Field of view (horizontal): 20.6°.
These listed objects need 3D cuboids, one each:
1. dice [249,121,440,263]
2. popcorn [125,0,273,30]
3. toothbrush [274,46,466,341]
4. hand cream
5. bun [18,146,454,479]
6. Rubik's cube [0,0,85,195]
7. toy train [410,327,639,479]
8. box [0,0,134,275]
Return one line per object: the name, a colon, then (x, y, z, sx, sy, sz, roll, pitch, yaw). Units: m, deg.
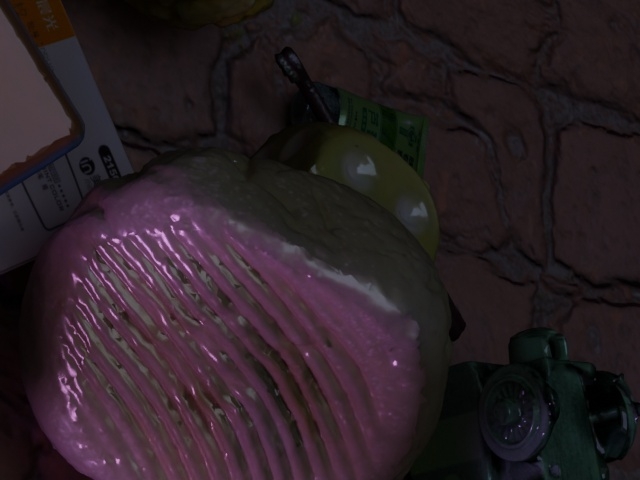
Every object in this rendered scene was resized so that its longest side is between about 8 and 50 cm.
dice: (0.000, 0.000, 1.697, 0.169, 0.166, 0.169, 38, 55, -25)
popcorn: (-0.127, -0.330, 1.666, 0.258, 0.224, 0.270, 28, 74, -1)
toothbrush: (0.053, -0.044, 1.805, 0.041, 0.041, 0.364, -48, 116, -38)
hand cream: (0.046, -0.112, 1.848, 0.175, 0.046, 0.095, 19, 69, -33)
bun: (-0.067, 0.077, 1.492, 0.349, 0.352, 0.227, 62, 13, -16)
Rubik's cube: (-0.422, -0.114, 1.221, 0.344, 0.346, 0.347, -33, 100, -22)
toy train: (0.197, 0.242, 1.734, 0.167, 0.238, 0.299, 10, 67, -37)
box: (-0.300, -0.106, 1.536, 0.221, 0.091, 0.274, -29, 96, -41)
